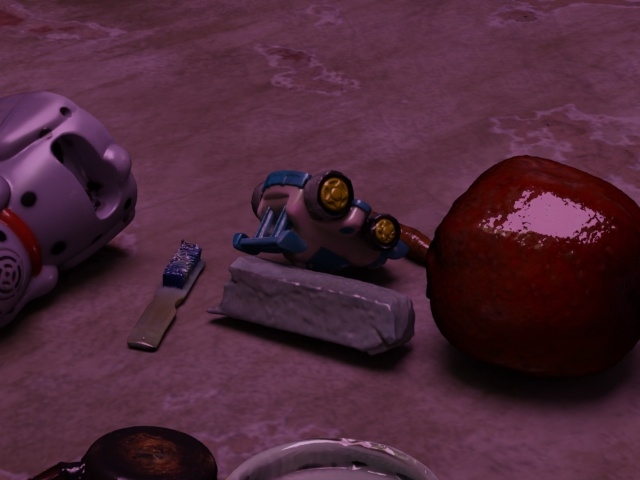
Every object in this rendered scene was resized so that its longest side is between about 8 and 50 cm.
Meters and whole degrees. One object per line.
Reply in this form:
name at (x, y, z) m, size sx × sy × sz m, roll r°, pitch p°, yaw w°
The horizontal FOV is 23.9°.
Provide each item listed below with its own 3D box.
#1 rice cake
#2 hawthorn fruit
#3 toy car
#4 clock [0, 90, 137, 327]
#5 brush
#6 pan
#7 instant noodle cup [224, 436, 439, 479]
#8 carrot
rice cake at (-0.006, 0.062, 1.471) m, size 0.206 × 0.063 × 0.069 m, roll 14°, pitch 14°, yaw 26°
hawthorn fruit at (0.223, 0.034, 1.410) m, size 0.250 × 0.215 × 0.215 m, roll 20°, pitch 34°, yaw 17°
toy car at (0.000, 0.000, 1.546) m, size 0.126 × 0.161 × 0.098 m, roll 0°, pitch 58°, yaw 54°
clock at (-0.319, -0.006, 1.512) m, size 0.189 × 0.189 × 0.254 m, roll 15°, pitch 47°, yaw 23°
brush at (-0.152, 0.053, 1.524) m, size 0.033 × 0.030 × 0.178 m, roll 15°, pitch 31°, yaw 5°
pan at (-0.191, 0.194, 1.260) m, size 0.212 × 0.040 × 0.115 m, roll -4°, pitch 24°, yaw -9°
instant noodle cup at (0.004, 0.260, 0.951) m, size 0.216 × 0.236 × 0.215 m, roll -1°, pitch 27°, yaw 0°
carrot at (0.085, -0.003, 1.625) m, size 0.165 × 0.035 × 0.036 m, roll 22°, pitch 35°, yaw 28°
